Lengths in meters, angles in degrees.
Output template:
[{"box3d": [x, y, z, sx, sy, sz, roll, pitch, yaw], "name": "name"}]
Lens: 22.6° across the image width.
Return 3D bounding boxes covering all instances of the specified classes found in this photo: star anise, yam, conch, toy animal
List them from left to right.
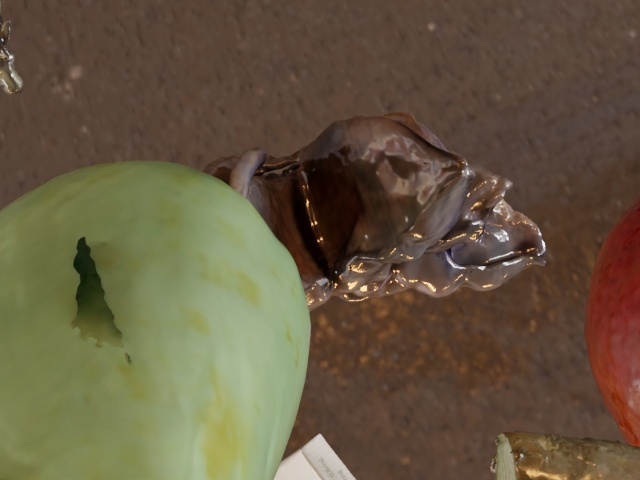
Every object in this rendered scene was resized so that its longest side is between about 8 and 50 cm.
[{"box3d": [-0.331, -0.216, 1.542, 0.073, 0.217, 0.176, 1, 153, -18], "name": "toy animal"}, {"box3d": [-0.086, 0.068, 0.564, 0.143, 0.251, 0.137, 23, 126, -1], "name": "conch"}, {"box3d": [0.000, 0.000, 0.772, 0.236, 0.093, 0.229, -4, 166, -31], "name": "star anise"}, {"box3d": [0.205, 0.131, 0.761, 0.252, 0.061, 0.061, 7, 127, -4], "name": "yam"}]

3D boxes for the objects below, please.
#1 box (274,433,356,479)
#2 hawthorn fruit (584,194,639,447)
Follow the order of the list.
[{"box3d": [0.029, 0.277, 1.216, 0.139, 0.245, 0.035, -41, 173, 38], "name": "box"}, {"box3d": [0.305, 0.081, 0.956, 0.265, 0.265, 0.307, -27, 109, 4], "name": "hawthorn fruit"}]
